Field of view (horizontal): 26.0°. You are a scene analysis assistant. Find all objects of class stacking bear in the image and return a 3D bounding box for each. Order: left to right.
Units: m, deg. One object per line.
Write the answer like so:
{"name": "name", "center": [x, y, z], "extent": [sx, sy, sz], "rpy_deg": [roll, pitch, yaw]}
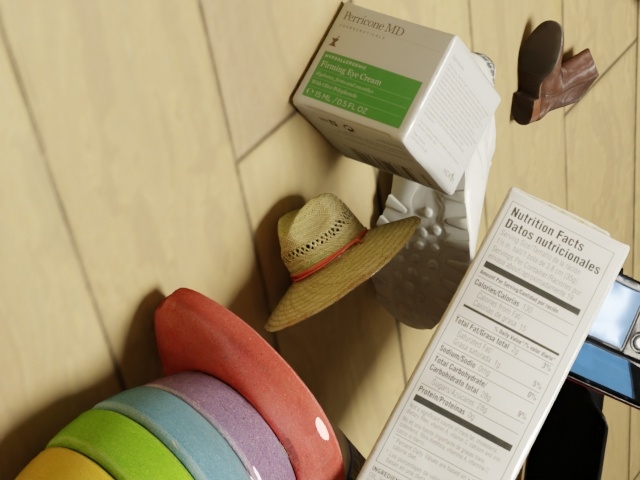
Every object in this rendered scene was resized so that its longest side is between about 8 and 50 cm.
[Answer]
{"name": "stacking bear", "center": [-0.138, 0.186, 0.854], "extent": [0.289, 0.164, 0.175], "rpy_deg": [-34, 135, -35]}

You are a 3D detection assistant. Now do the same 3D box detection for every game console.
{"name": "game console", "center": [0.278, 0.085, 1.384], "extent": [0.085, 0.144, 0.124], "rpy_deg": [-176, -70, -84]}

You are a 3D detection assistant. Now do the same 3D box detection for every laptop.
{"name": "laptop", "center": [0.307, 0.200, 1.524], "extent": [0.264, 0.136, 0.234], "rpy_deg": [-32, 135, -42]}

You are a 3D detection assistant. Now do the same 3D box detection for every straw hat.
{"name": "straw hat", "center": [0.000, 0.000, 1.010], "extent": [0.144, 0.144, 0.061], "rpy_deg": [-41, 101, -35]}

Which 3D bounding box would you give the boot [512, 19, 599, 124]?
{"name": "boot", "center": [0.224, -0.163, 1.264], "extent": [0.114, 0.037, 0.106], "rpy_deg": [-24, 142, -43]}

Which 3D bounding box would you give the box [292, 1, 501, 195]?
{"name": "box", "center": [0.057, -0.101, 0.996], "extent": [0.087, 0.101, 0.102], "rpy_deg": [-62, 148, -9]}

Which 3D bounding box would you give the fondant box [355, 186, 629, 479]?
{"name": "fondant box", "center": [0.090, 0.153, 0.991], "extent": [0.330, 0.096, 0.238], "rpy_deg": [-59, 172, -14]}

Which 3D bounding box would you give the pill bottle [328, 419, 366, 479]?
{"name": "pill bottle", "center": [0.007, 0.204, 1.140], "extent": [0.078, 0.078, 0.137], "rpy_deg": [-56, 146, -16]}

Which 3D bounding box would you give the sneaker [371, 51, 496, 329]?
{"name": "sneaker", "center": [0.103, -0.037, 1.129], "extent": [0.095, 0.090, 0.235], "rpy_deg": [-36, 140, -55]}
